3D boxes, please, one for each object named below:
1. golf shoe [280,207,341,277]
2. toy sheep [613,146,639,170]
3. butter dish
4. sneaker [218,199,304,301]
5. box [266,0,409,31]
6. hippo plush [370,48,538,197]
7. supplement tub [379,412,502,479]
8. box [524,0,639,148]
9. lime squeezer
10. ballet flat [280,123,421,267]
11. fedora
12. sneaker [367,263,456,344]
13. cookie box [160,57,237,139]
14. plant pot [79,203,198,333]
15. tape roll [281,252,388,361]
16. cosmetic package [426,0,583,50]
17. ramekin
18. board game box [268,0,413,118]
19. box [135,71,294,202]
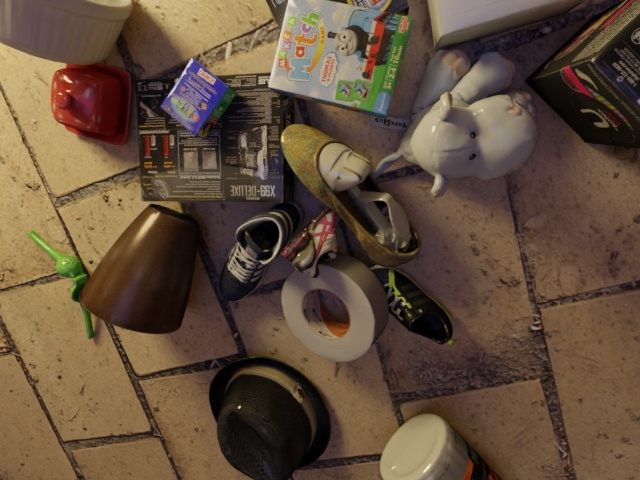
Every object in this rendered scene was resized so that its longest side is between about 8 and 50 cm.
[{"bbox_3d":[0.000,0.000,0.799,0.086,0.186,0.067,44,138,-5],"label":"golf shoe"},{"bbox_3d":[0.568,-0.171,0.682,0.132,0.091,0.091,-22,100,22],"label":"toy sheep"},{"bbox_3d":[-0.493,-0.287,0.840,0.160,0.118,0.160,16,108,7],"label":"butter dish"},{"bbox_3d":[-0.149,0.038,0.845,0.099,0.153,0.282,39,108,-1],"label":"sneaker"},{"bbox_3d":[0.001,-0.475,0.720,0.216,0.060,0.270,-25,100,17],"label":"box"},{"bbox_3d":[0.219,-0.200,0.661,0.294,0.236,0.234,1,106,11],"label":"hippo plush"},{"bbox_3d":[0.297,0.555,0.883,0.193,0.193,0.316,-41,95,19],"label":"supplement tub"},{"bbox_3d":[0.443,-0.240,0.587,0.165,0.270,0.143,44,109,-3],"label":"box"},{"bbox_3d":[-0.625,0.108,1.011,0.110,0.059,0.310,-21,101,16],"label":"lime squeezer"},{"bbox_3d":[0.072,-0.088,0.759,0.123,0.123,0.348,-35,108,18],"label":"ballet flat"},{"bbox_3d":[-0.139,0.449,0.961,0.334,0.152,0.334,3,106,11],"label":"fedora"},{"bbox_3d":[0.182,0.132,0.835,0.235,0.097,0.084,32,109,1],"label":"sneaker"},{"bbox_3d":[-0.223,-0.259,0.747,0.092,0.040,0.107,40,101,6],"label":"cookie box"},{"bbox_3d":[-0.360,0.047,0.880,0.215,0.215,0.230,26,94,3],"label":"plant pot"},{"bbox_3d":[0.027,0.138,0.846,0.219,0.072,0.219,12,114,29],"label":"tape roll"},{"bbox_3d":[0.276,-0.451,0.633,0.224,0.138,0.224,-11,104,14],"label":"cosmetic package"},{"bbox_3d":[-0.495,-0.430,0.733,0.273,0.273,0.127,33,121,1],"label":"ramekin"},{"bbox_3d":[0.032,-0.313,0.693,0.211,0.039,0.160,16,98,9],"label":"board game box"},{"bbox_3d":[-0.208,-0.197,0.812,0.307,0.076,0.242,1,97,11],"label":"box"}]
